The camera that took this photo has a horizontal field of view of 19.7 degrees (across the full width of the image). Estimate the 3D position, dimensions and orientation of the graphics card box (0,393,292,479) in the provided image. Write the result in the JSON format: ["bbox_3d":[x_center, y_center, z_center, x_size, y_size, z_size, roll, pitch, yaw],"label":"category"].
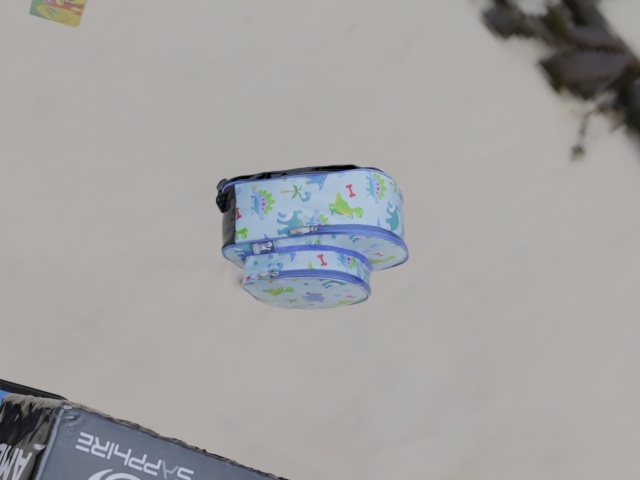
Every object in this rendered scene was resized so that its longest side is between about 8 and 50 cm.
[{"bbox_3d":[-0.063,0.263,0.659,0.232,0.094,0.371,21,81,-20],"label":"graphics card box"}]

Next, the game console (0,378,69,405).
[{"bbox_3d":[-0.242,0.161,1.342,0.122,0.071,0.107,13,67,21],"label":"game console"}]

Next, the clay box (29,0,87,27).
[{"bbox_3d":[-0.208,-0.272,1.589,0.053,0.222,0.127,14,81,-9],"label":"clay box"}]

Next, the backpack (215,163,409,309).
[{"bbox_3d":[0.000,0.000,1.220,0.105,0.114,0.084,42,41,-67],"label":"backpack"}]
